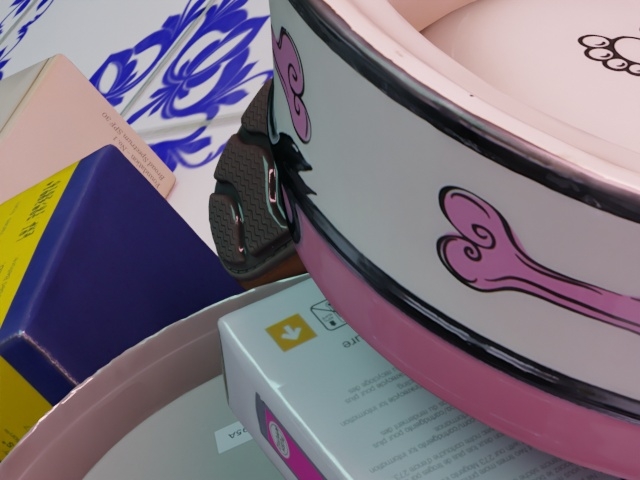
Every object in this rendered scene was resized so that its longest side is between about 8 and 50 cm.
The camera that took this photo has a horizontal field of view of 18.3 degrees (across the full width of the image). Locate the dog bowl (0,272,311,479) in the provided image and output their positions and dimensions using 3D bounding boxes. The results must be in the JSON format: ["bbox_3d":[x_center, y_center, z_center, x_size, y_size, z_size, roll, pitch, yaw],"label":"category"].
[{"bbox_3d":[-0.019,0.159,0.992,0.348,0.102,0.349,-19,31,12],"label":"dog bowl"}]

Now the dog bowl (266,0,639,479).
[{"bbox_3d":[0.161,-0.049,0.857,0.408,0.408,0.150,-86,8,-57],"label":"dog bowl"}]

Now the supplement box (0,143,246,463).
[{"bbox_3d":[-0.231,0.124,1.343,0.356,0.195,0.194,-26,29,31],"label":"supplement box"}]

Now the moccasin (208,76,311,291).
[{"bbox_3d":[0.093,-0.099,1.123,0.380,0.147,0.139,-45,48,11],"label":"moccasin"}]

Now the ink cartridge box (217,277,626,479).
[{"bbox_3d":[0.121,0.122,0.812,0.175,0.069,0.371,-23,43,-21],"label":"ink cartridge box"}]

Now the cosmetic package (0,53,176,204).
[{"bbox_3d":[-0.257,0.015,1.604,0.113,0.160,0.309,-19,34,40],"label":"cosmetic package"}]
